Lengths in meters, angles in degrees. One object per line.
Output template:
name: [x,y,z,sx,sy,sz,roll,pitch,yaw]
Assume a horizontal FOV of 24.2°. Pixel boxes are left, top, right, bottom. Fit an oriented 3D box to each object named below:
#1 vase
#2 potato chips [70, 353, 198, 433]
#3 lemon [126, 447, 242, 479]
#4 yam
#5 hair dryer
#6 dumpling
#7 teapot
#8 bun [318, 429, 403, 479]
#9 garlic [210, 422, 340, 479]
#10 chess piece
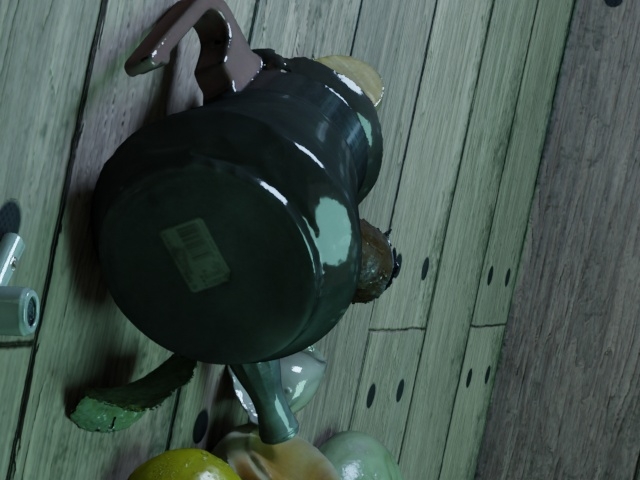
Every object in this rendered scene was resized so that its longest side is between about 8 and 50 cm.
vase: [-0.084,0.170,2.000,0.086,0.086,0.214,-49,126,-55]
potato chips: [-0.203,0.170,1.690,0.167,0.059,0.228,-27,176,-21]
lemon: [-0.173,0.346,1.826,0.206,0.173,0.173,-33,134,-43]
yam: [-0.002,0.001,2.111,0.280,0.131,0.131,28,74,-55]
hair dryer: [-0.303,0.038,1.430,0.137,0.082,0.047,-79,168,-52]
dumpling: [-0.068,0.195,2.131,0.188,0.127,0.108,-41,164,-44]
teapot: [-0.092,-0.082,1.696,0.376,0.306,0.361,62,25,-19]
bun: [0.070,0.471,2.570,0.283,0.179,0.283,10,90,-69]
garlic: [-0.076,0.398,2.080,0.313,0.250,0.286,-113,-163,-85]
chess piece: [0.007,-0.119,2.166,0.300,0.137,0.137,100,14,-48]
